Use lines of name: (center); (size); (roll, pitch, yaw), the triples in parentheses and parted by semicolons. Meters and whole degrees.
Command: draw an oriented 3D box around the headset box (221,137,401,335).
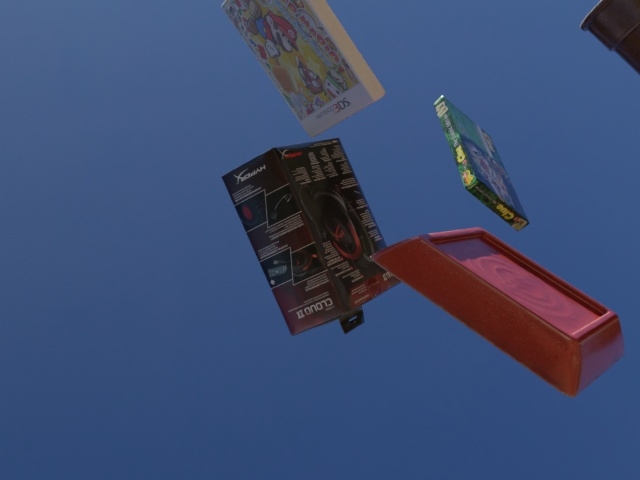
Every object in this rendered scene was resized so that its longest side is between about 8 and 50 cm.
headset box: (0.000, 0.000, 1.318); (0.218, 0.110, 0.293); (-22, -92, -60)

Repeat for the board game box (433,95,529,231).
board game box: (0.267, -0.134, 1.429); (0.136, 0.030, 0.260); (32, -151, -27)

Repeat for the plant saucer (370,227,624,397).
plant saucer: (0.220, 0.060, 0.974); (0.258, 0.259, 0.048); (-6, -53, -59)

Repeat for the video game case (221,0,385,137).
video game case: (-0.030, -0.255, 1.123); (0.026, 0.206, 0.227); (-38, -81, -23)

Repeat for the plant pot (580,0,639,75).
plant pot: (0.386, -0.214, 0.870); (0.167, 0.167, 0.165); (-35, -97, -25)
